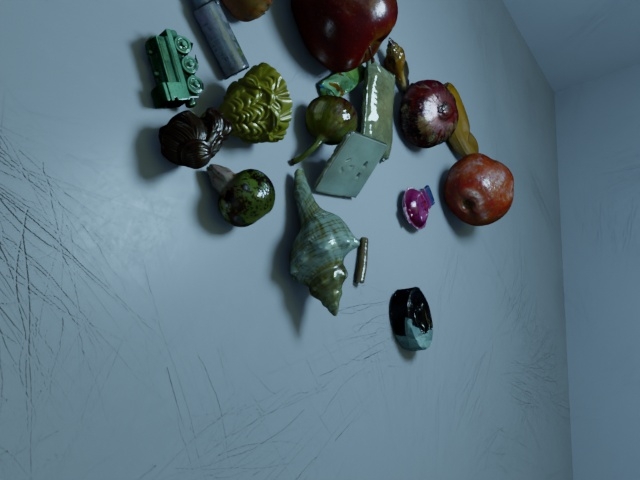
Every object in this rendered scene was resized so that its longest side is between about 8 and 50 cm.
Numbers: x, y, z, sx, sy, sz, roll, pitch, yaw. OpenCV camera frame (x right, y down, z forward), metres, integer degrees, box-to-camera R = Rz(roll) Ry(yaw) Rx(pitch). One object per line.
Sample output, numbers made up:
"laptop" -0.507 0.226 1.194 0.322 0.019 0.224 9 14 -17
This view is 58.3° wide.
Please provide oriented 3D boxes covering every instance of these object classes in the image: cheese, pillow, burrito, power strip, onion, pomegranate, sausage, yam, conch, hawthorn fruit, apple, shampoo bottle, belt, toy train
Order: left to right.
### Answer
"toy train" -0.317 -0.366 1.225 0.111 0.071 0.171 -17 92 -46
"shampoo bottle" -0.244 -0.497 1.360 0.072 0.072 0.214 -45 114 -49
"pomegranate" -0.183 -0.104 1.289 0.138 0.163 0.126 -54 161 -28
"hawthorn fruit" -0.196 -0.632 1.433 0.189 0.149 0.149 36 37 15
"conch" 0.013 0.000 1.452 0.203 0.169 0.387 51 39 -67
"burrito" 0.067 -0.509 1.775 0.288 0.054 0.104 -46 112 -47
"apple" 0.068 -0.650 1.633 0.317 0.288 0.288 55 39 -1
"power strip" 0.073 -0.219 1.620 0.213 0.198 0.064 6 34 -53
"yam" 0.122 0.059 1.674 0.032 0.032 0.146 35 52 -41
"pillow" 0.185 -0.417 1.845 0.184 0.074 0.303 13 80 -55
"conch" 0.273 -0.623 2.060 0.233 0.080 0.086 58 47 -59
"belt" 0.286 0.247 1.784 0.151 0.078 0.199 -14 91 -55
"cheese" 0.341 -0.124 1.987 0.244 0.062 0.155 -38 110 -51
"onion" 0.388 -0.452 2.052 0.246 0.190 0.247 -1 91 -38
"sausage" 0.551 -0.465 2.326 0.354 0.115 0.134 57 27 -27
"hawthorn fruit" 0.604 -0.191 2.201 0.284 0.284 0.285 21 63 -47

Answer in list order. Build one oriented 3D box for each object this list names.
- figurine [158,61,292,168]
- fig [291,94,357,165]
"figurine" -0.222 -0.257 1.259 0.168 0.187 0.315 48 48 7
"fig" 0.000 -0.292 1.562 0.149 0.149 0.245 51 55 -29
